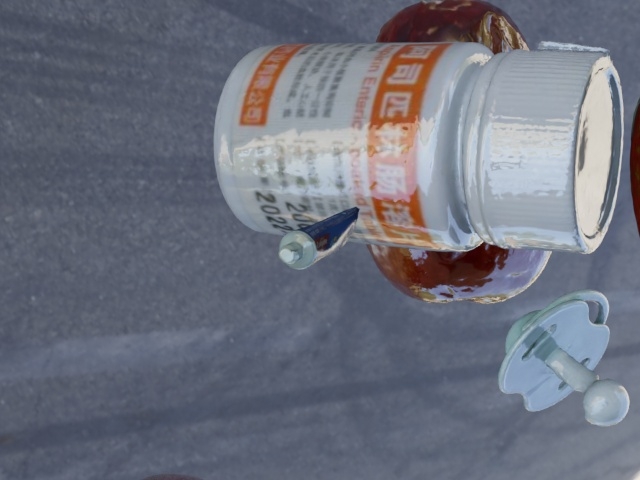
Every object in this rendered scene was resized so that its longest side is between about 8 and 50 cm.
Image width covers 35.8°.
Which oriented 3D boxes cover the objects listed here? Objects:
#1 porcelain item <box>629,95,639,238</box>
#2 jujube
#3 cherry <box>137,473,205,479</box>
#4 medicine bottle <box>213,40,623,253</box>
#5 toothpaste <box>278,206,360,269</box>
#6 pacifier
[{"bbox_3d":[0.277,-0.008,0.566,0.253,0.253,0.253,-24,144,-18],"label":"porcelain item"},{"bbox_3d":[0.141,-0.090,1.050,0.223,0.317,0.223,-3,178,0],"label":"jujube"},{"bbox_3d":[-0.177,0.369,1.059,0.206,0.239,0.239,26,121,-7],"label":"cherry"},{"bbox_3d":[0.065,-0.063,0.667,0.144,0.252,0.144,-24,117,-61],"label":"medicine bottle"},{"bbox_3d":[0.000,0.000,0.483,0.027,0.019,0.083,-62,166,20],"label":"toothpaste"},{"bbox_3d":[0.226,0.111,0.867,0.127,0.116,0.150,-45,140,-2],"label":"pacifier"}]
